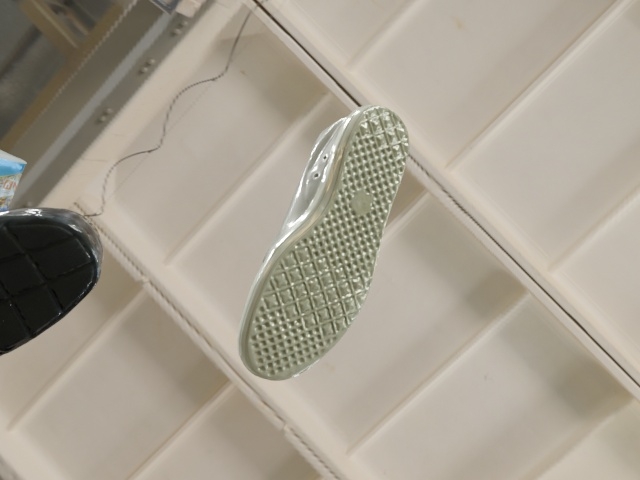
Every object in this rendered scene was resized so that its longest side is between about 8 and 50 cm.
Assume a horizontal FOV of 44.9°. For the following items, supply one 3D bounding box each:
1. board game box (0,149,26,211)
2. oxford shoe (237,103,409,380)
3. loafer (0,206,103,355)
[{"bbox_3d":[-0.537,0.006,0.989,0.097,0.224,0.303,24,-85,20],"label":"board game box"},{"bbox_3d":[0.000,0.000,1.163,0.169,0.130,0.449,33,-110,-28],"label":"oxford shoe"},{"bbox_3d":[-0.166,0.020,0.341,0.170,0.061,0.062,-17,-69,15],"label":"loafer"}]
